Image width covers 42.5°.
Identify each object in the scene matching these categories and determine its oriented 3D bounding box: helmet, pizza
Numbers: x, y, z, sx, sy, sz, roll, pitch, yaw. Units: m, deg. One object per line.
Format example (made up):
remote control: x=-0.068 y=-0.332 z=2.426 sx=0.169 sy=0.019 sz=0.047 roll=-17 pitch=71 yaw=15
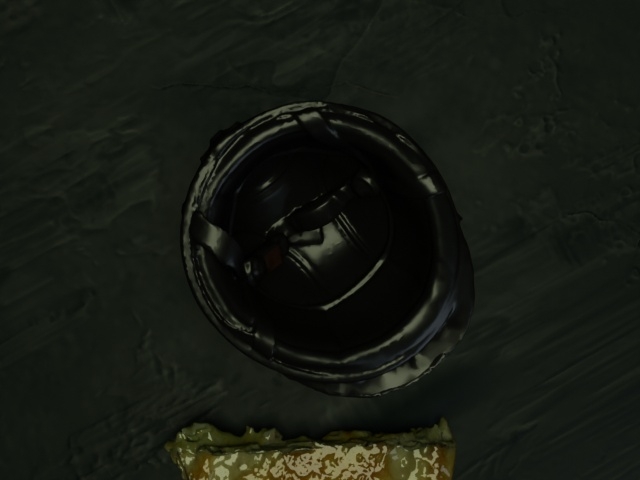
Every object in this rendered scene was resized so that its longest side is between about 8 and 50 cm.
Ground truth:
helmet: x=0.000 y=0.000 z=0.754 sx=0.230 sy=0.160 sz=0.279 roll=-43 pitch=109 yaw=0
pizza: x=-0.016 y=0.253 z=0.814 sx=0.288 sy=0.075 sz=0.280 roll=33 pitch=87 yaw=-3
